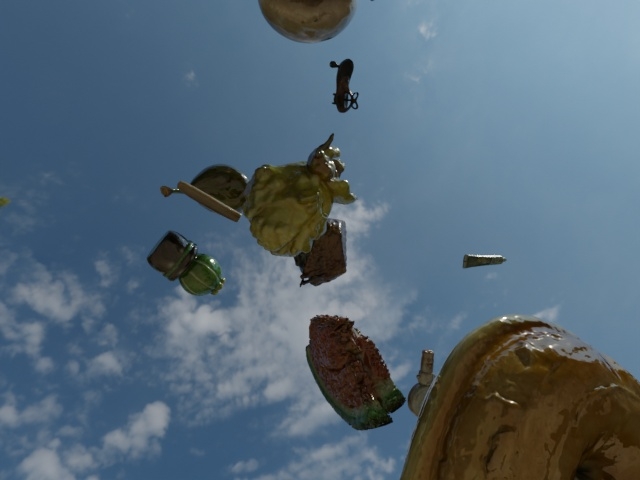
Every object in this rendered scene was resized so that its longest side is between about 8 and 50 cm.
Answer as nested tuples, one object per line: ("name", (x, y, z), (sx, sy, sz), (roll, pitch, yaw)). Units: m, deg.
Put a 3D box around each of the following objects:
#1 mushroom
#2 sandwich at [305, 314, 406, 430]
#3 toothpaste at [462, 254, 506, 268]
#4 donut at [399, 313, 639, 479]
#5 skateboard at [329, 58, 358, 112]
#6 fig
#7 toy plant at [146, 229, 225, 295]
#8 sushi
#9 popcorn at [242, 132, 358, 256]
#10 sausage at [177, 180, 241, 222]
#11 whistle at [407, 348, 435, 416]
("mushroom", (-0.022, -0.515, 0.795), (0.207, 0.207, 0.215), (-4, -40, -11))
("sandwich", (0.043, 0.195, 0.651), (0.079, 0.235, 0.159), (-11, -94, -21))
("toothpaste", (0.565, 0.069, 1.384), (0.204, 0.031, 0.049), (-1, -79, -27))
("donut", (0.284, 0.320, 0.516), (0.448, 0.198, 0.450), (6, -104, -24))
("skateboard", (0.076, -0.450, 1.181), (0.067, 0.080, 0.152), (-23, -57, -35))
("fig", (-0.303, -0.119, 1.063), (0.259, 0.151, 0.152), (-22, -73, -43))
("toy plant", (-0.275, 0.056, 0.850), (0.162, 0.093, 0.093), (41, -89, -21))
("sushi", (0.001, 0.000, 1.121), (0.140, 0.287, 0.149), (-10, -42, 13))
("popcorn", (-0.034, -0.065, 0.679), (0.195, 0.168, 0.174), (-24, -49, 9))
("sausage", (-0.214, -0.074, 0.776), (0.132, 0.024, 0.024), (30, -86, -14))
("whistle", (0.317, 0.445, 1.235), (0.107, 0.057, 0.220), (5, -90, -26))
